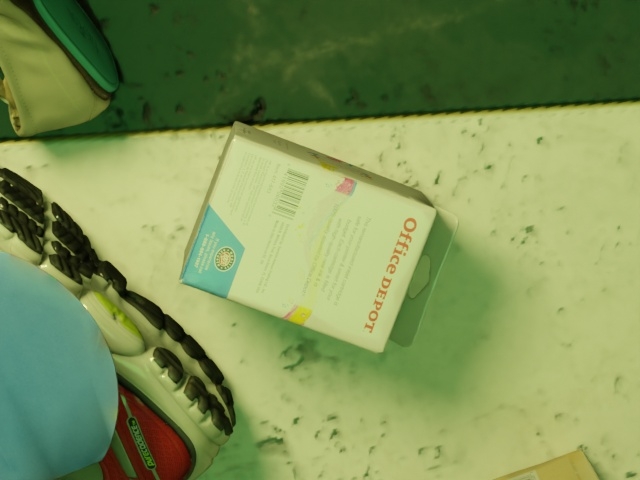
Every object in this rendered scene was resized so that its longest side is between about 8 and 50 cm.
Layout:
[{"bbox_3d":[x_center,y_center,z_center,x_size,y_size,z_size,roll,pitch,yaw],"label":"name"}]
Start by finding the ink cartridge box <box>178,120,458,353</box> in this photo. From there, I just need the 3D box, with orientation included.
[{"bbox_3d":[0.000,0.000,1.127,0.143,0.090,0.092,21,98,-6],"label":"ink cartridge box"}]

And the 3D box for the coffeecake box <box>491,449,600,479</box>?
[{"bbox_3d":[0.165,0.237,1.142,0.068,0.142,0.185,-20,99,2],"label":"coffeecake box"}]

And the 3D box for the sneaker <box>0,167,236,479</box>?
[{"bbox_3d":[-0.177,0.051,1.125,0.118,0.107,0.279,-43,97,10],"label":"sneaker"}]

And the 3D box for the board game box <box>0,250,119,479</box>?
[{"bbox_3d":[-0.193,0.079,1.076,0.168,0.033,0.133,-23,106,13],"label":"board game box"}]

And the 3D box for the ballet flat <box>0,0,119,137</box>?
[{"bbox_3d":[-0.191,-0.147,1.053,0.086,0.086,0.248,-25,136,2],"label":"ballet flat"}]
